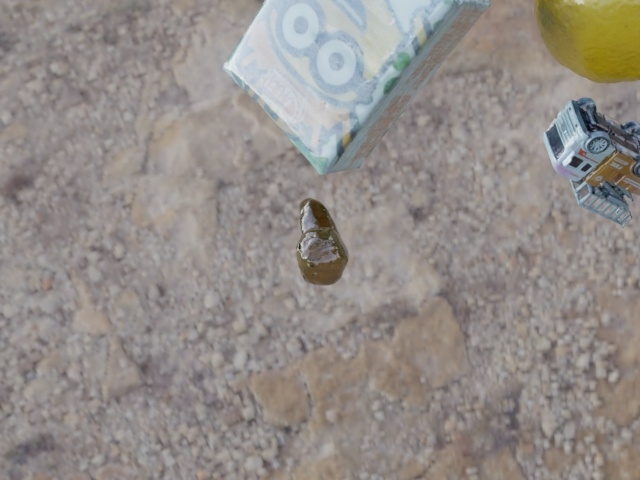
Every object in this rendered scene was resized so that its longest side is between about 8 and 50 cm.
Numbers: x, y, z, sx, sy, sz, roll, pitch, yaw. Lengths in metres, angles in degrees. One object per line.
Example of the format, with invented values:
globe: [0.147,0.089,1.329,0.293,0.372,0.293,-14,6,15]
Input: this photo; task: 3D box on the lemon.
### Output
lemon: [0.362,-0.301,1.511,0.204,0.260,0.204,-4,52,5]

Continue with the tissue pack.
tissue pack: [0.038,-0.273,1.648,0.228,0.311,0.128,49,31,17]

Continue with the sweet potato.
sweet potato: [0.001,0.005,1.576,0.062,0.081,0.233,-14,15,2]

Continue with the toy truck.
toy truck: [0.357,-0.099,1.574,0.115,0.177,0.080,-46,36,33]
